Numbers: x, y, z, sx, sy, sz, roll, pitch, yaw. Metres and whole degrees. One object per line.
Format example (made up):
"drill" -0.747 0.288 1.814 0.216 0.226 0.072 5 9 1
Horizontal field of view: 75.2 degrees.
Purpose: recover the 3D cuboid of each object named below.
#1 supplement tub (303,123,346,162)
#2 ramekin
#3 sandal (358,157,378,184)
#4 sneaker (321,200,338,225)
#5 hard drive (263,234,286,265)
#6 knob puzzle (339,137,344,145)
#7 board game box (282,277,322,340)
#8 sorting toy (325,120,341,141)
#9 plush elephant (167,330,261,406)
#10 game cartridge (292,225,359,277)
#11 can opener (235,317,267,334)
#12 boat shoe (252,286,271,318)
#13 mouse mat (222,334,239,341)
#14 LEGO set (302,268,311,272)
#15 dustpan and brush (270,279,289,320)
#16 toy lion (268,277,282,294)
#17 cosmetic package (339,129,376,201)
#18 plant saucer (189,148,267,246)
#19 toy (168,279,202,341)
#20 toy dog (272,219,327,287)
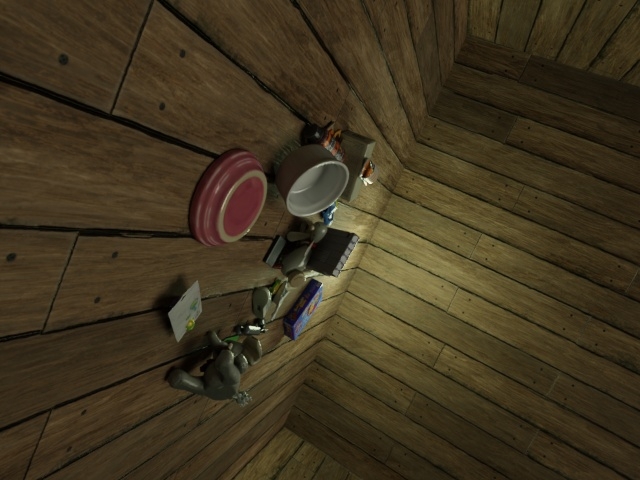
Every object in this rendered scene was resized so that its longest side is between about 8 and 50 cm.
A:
"supplement tub" 0.015 -0.385 1.687 0.197 0.106 0.106 37 79 -47
"ramekin" -0.040 -0.236 1.610 0.276 0.135 0.277 -26 149 -16
"sandal" 0.253 -0.328 2.061 0.102 0.076 0.265 -64 164 -1
"sneaker" 0.031 -0.151 2.256 0.082 0.069 0.209 -16 150 -23
"hard drive" -0.207 0.046 1.883 0.135 0.022 0.094 -62 163 -7
"knob puzzle" 0.063 -0.373 1.946 0.213 0.029 0.213 -61 -174 11
"board game box" -0.108 0.444 2.670 0.347 0.078 0.234 -53 160 -30
"sorting toy" 0.020 -0.405 1.847 0.348 0.047 0.196 -51 159 -36
"plush elephant" -0.387 0.481 1.659 0.271 0.256 0.330 -28 129 14
"game cartridge" 0.011 0.044 2.022 0.068 0.354 0.230 35 78 -38
"can opener" -0.330 0.414 2.021 0.283 0.075 0.095 51 35 -71
"boat shoe" -0.271 0.276 1.961 0.228 0.079 0.081 106 10 -46
"mouse mat" -0.444 0.524 1.913 0.190 0.007 0.152 -63 163 2
"LEGO set" -0.085 0.158 2.170 0.287 0.132 0.107 -33 -144 41
"dustpan and brush" -0.216 0.318 2.175 0.211 0.060 0.147 -53 170 -20
"toy lion" -0.228 0.240 2.102 0.100 0.034 0.096 -52 167 -32
"cosmetic package" 0.144 -0.371 2.077 0.113 0.160 0.310 -39 151 -55
"plant saucer" -0.274 -0.122 1.329 0.332 0.084 0.332 -53 160 -29
"toy" -0.453 0.226 1.361 0.137 0.056 0.237 -56 167 -34
"toy dog" -0.113 0.049 1.944 0.160 0.220 0.334 16 94 -40
